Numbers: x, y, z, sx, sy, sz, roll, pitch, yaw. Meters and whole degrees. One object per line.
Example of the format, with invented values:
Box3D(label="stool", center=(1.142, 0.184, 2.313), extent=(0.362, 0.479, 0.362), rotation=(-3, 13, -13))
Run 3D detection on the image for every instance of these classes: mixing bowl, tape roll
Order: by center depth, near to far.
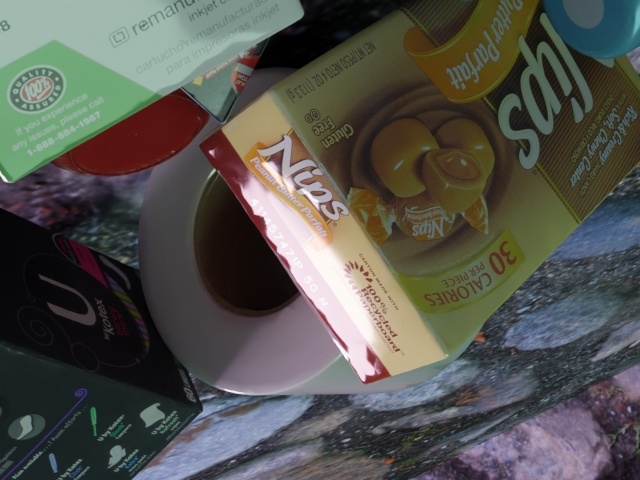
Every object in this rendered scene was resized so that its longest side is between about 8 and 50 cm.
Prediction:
Box3D(label="mixing bowl", center=(-0.132, -0.104, 0.712), extent=(0.181, 0.098, 0.181), rotation=(-20, 158, -9))
Box3D(label="tape roll", center=(0.000, 0.000, 0.882), extent=(0.246, 0.246, 0.169), rotation=(-36, 155, 27))

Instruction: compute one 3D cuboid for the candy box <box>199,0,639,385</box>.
Box3D(label="candy box", center=(0.093, -0.070, 0.738), extent=(0.316, 0.183, 0.087), rotation=(-38, -172, -40))

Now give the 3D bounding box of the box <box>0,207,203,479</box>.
Box3D(label="box", center=(-0.243, 0.078, 0.812), extent=(0.143, 0.165, 0.270), rotation=(-45, 139, 15))

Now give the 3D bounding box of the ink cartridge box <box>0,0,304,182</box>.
Box3D(label="ink cartridge box", center=(-0.125, -0.160, 0.459), extent=(0.160, 0.092, 0.219), rotation=(-31, 129, -7))

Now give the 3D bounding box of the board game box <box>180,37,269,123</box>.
Box3D(label="board game box", center=(-0.064, -0.169, 0.589), extent=(0.194, 0.060, 0.194), rotation=(-34, 132, -4))

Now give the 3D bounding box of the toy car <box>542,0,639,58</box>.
Box3D(label="toy car", center=(0.187, -0.264, 0.634), extent=(0.219, 0.210, 0.238), rotation=(-28, 132, -27))
